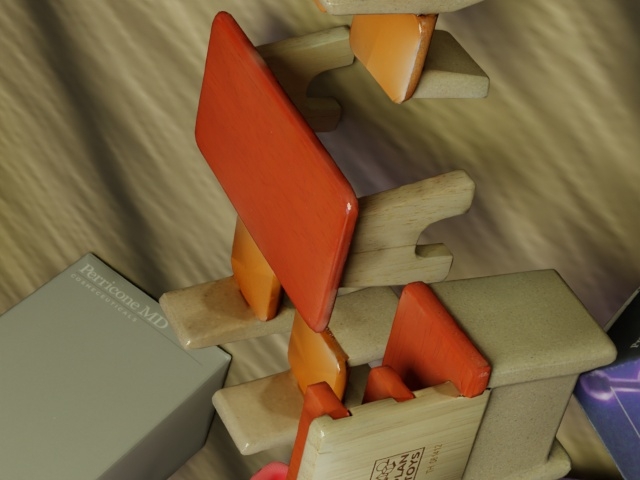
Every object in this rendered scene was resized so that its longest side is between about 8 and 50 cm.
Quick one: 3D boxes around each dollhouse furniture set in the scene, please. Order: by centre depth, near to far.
[{"bbox_3d":[0.000,0.000,0.662,0.259,0.135,0.262,56,145,40],"label":"dollhouse furniture set"}]

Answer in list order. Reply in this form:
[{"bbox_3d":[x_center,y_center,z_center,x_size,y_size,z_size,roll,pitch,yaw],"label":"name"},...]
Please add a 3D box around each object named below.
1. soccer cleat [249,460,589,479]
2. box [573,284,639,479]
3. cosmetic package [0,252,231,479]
[{"bbox_3d":[0.077,0.160,0.801,0.318,0.108,0.116,-19,106,48],"label":"soccer cleat"},{"bbox_3d":[0.232,0.069,0.609,0.207,0.108,0.153,-25,101,45],"label":"box"},{"bbox_3d":[-0.175,0.125,0.890,0.127,0.238,0.107,33,137,14],"label":"cosmetic package"}]
